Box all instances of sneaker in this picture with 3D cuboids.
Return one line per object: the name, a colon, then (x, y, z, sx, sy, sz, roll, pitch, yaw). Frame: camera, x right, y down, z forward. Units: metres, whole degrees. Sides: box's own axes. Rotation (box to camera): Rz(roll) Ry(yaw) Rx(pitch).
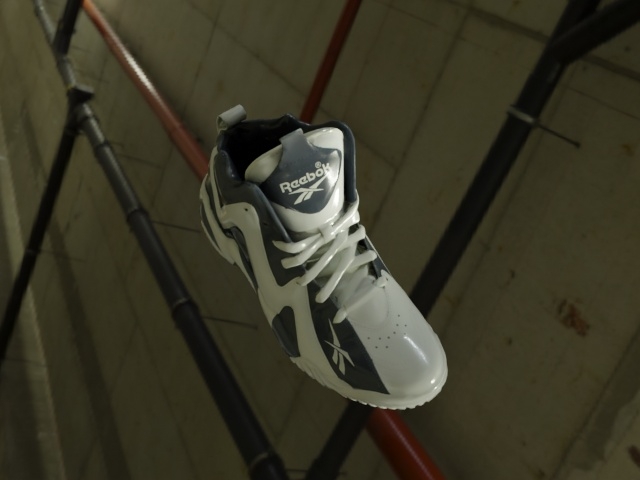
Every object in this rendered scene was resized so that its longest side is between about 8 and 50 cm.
sneaker: (0.000, 0.000, 0.548, 0.235, 0.094, 0.153, 52, -20, 25)
